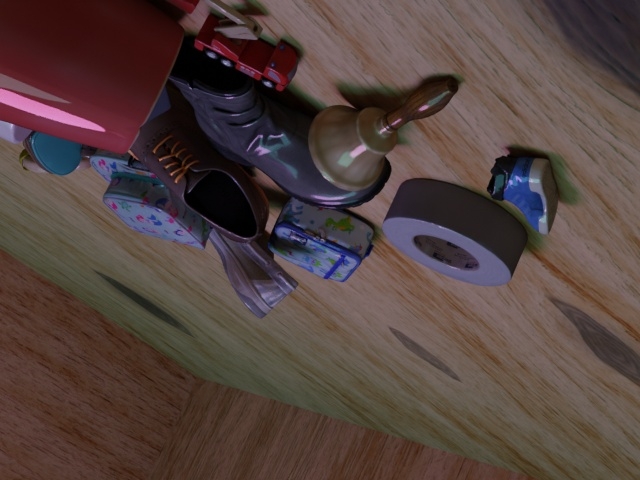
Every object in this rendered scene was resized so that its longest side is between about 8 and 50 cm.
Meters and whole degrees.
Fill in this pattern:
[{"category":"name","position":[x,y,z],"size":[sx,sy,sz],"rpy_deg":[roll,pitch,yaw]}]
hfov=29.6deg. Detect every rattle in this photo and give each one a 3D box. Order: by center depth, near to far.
[{"category":"rattle","position":[-0.504,-0.204,2.421],"size":[0.199,0.143,0.130],"rpy_deg":[5,-169,15]}]

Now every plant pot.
[{"category":"plant pot","position":[-0.330,-0.254,1.622],"size":[0.243,0.275,0.275],"rpy_deg":[25,164,-14]}]

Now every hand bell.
[{"category":"hand bell","position":[0.100,-0.158,1.592],"size":[0.126,0.126,0.242],"rpy_deg":[32,151,-22]}]

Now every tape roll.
[{"category":"tape roll","position":[0.209,-0.010,1.894],"size":[0.219,0.072,0.219],"rpy_deg":[24,164,7]}]

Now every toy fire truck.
[{"category":"toy fire truck","position":[-0.113,-0.276,1.596],"size":[0.192,0.047,0.135],"rpy_deg":[27,164,-4]}]

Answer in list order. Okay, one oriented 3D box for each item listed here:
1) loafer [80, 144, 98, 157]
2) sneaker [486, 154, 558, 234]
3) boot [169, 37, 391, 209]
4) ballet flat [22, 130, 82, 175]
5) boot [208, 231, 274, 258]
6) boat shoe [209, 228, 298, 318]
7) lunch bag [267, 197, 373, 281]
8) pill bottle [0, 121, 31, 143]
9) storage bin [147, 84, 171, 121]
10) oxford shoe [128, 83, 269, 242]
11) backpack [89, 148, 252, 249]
[{"category":"loafer","position":[-0.347,-0.131,2.313],"size":[0.267,0.084,0.096],"rpy_deg":[36,160,-32]},{"category":"sneaker","position":[0.273,-0.065,1.649],"size":[0.084,0.058,0.152],"rpy_deg":[11,155,24]},{"category":"boot","position":[-0.074,-0.168,1.744],"size":[0.338,0.118,0.223],"rpy_deg":[18,161,26]},{"category":"ballet flat","position":[-0.543,-0.245,2.244],"size":[0.124,0.116,0.342],"rpy_deg":[41,170,24]},{"category":"boot","position":[-0.205,-0.015,2.480],"size":[0.165,0.077,0.213],"rpy_deg":[6,150,47]},{"category":"boat shoe","position":[-0.136,0.001,2.208],"size":[0.118,0.103,0.320],"rpy_deg":[49,-171,-46]},{"category":"lunch bag","position":[0.000,0.000,2.207],"size":[0.176,0.090,0.219],"rpy_deg":[24,165,-5]},{"category":"pill bottle","position":[-0.618,-0.309,1.958],"size":[0.361,0.204,0.204],"rpy_deg":[26,164,-1]},{"category":"storage bin","position":[-0.278,-0.238,1.807],"size":[0.091,0.098,0.135],"rpy_deg":[56,170,16]},{"category":"oxford shoe","position":[-0.216,-0.139,1.914],"size":[0.363,0.130,0.133],"rpy_deg":[42,-175,-11]},{"category":"backpack","position":[-0.278,-0.107,2.135],"size":[0.253,0.191,0.225],"rpy_deg":[22,165,30]}]
